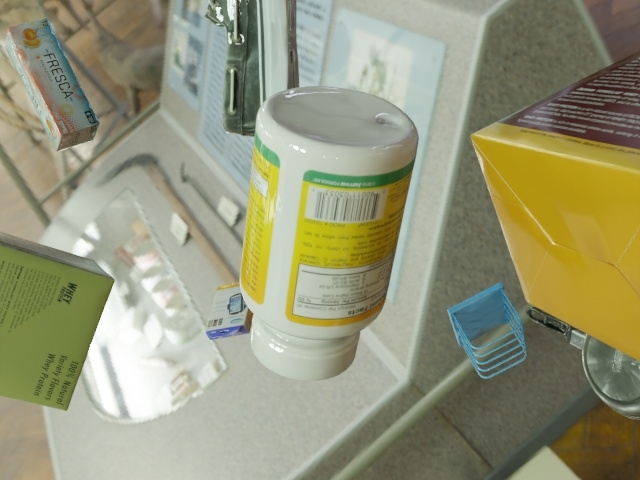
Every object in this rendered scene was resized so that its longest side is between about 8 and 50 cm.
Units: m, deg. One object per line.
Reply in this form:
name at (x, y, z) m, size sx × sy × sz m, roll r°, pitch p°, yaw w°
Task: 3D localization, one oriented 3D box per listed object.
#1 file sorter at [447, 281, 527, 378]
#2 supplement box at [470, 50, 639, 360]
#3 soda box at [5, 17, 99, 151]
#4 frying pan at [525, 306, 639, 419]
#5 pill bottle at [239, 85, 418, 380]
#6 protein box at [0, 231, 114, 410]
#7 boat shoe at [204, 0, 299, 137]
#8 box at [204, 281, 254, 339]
file sorter at (0.338, 0.184, 1.738) m, size 0.118 × 0.170 × 0.104 m, roll -28°, pitch 57°, yaw 0°
supplement box at (0.232, -0.035, 0.513) m, size 0.194 × 0.129 × 0.191 m, roll -27°, pitch 20°, yaw -12°
soda box at (-0.389, -0.225, 1.267) m, size 0.063 × 0.183 × 0.058 m, roll -23°, pitch -8°, yaw -29°
frying pan at (0.470, 0.154, 1.465) m, size 0.326 × 0.053 × 0.197 m, roll 52°, pitch 132°, yaw 40°
pill bottle at (0.000, 0.000, 0.664) m, size 0.117 × 0.208 × 0.117 m, roll 6°, pitch 31°, yaw -4°
protein box at (-0.426, 0.103, 1.218) m, size 0.136 × 0.201 × 0.200 m, roll 22°, pitch 92°, yaw 62°
boat shoe at (-0.094, -0.294, 1.139) m, size 0.119 × 0.335 × 0.121 m, roll -1°, pitch 11°, yaw 7°
box at (-0.162, 0.132, 1.610) m, size 0.081 × 0.028 × 0.136 m, roll -11°, pitch 40°, yaw 18°
